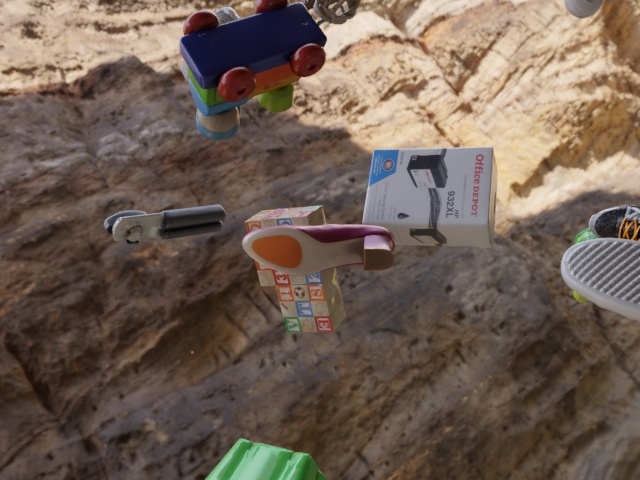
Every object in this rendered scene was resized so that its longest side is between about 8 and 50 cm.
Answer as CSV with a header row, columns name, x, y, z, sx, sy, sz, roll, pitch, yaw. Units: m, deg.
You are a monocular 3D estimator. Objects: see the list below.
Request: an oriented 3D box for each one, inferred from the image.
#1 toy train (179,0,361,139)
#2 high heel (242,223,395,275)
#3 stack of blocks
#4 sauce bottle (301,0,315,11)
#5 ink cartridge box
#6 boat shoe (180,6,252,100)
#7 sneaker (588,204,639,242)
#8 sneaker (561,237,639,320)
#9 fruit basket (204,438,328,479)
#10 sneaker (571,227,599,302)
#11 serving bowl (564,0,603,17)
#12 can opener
name,x,y,z,sx,sy,sz,roll,pitch,yaw
toy train,-0.039,-0.209,0.752,0.248,0.105,0.143,-25,-19,-21
high heel,0.000,0.000,1.034,0.244,0.117,0.082,0,-70,1
stack of blocks,-0.058,0.073,1.547,0.171,0.297,0.087,-4,18,27
sauce bottle,-0.010,-0.546,1.410,0.128,0.042,0.042,-43,-27,23
ink cartridge box,0.281,-0.110,1.607,0.308,0.223,0.129,2,-25,20
boat shoe,-0.164,-0.288,1.099,0.121,0.119,0.335,-35,8,-4
sneaker,0.584,-0.012,1.122,0.083,0.215,0.084,-11,-69,-53
sneaker,0.571,0.110,1.042,0.150,0.366,0.135,83,-152,-56
fruit basket,-0.125,0.617,1.213,0.392,0.283,0.392,-9,-79,-61
sneaker,0.589,0.043,1.376,0.295,0.123,0.109,-24,-22,-51
serving bowl,0.503,-0.464,1.200,0.083,0.083,0.027,-33,17,-6
can opener,-0.361,-0.050,1.505,0.280,0.093,0.074,-7,-41,-34
